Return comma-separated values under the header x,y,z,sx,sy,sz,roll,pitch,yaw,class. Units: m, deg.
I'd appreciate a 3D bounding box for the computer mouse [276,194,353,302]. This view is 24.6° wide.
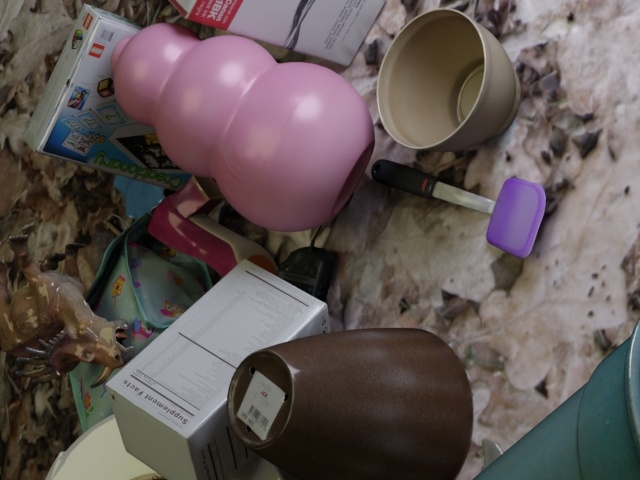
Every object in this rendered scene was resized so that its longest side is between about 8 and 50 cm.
x,y,z,sx,sy,sz,roll,pitch,yaw,class
0.000,0.000,1.854,0.071,0.041,0.242,15,84,38,computer mouse

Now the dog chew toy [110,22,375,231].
x,y,z,sx,sy,sz,roll,pitch,yaw,class
-0.104,-0.151,1.770,0.332,0.206,0.206,29,104,8,dog chew toy

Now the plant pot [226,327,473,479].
x,y,z,sx,sy,sz,roll,pitch,yaw,class
0.016,0.190,1.641,0.215,0.230,0.215,-13,71,43,plant pot

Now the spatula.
x,y,z,sx,sy,sz,roll,pitch,yaw,class
0.154,-0.054,1.705,0.296,0.030,0.084,23,96,47,spatula

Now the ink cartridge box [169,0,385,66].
x,y,z,sx,sy,sz,roll,pitch,yaw,class
-0.081,-0.338,1.848,0.197,0.273,0.114,49,119,41,ink cartridge box

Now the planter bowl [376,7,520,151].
x,y,z,sx,sy,sz,roll,pitch,yaw,class
0.159,-0.171,1.673,0.162,0.109,0.162,-15,70,44,planter bowl

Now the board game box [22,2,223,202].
x,y,z,sx,sy,sz,roll,pitch,yaw,class
-0.213,-0.171,1.916,0.053,0.305,0.193,44,111,45,board game box

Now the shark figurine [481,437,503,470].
x,y,z,sx,sy,sz,roll,pitch,yaw,class
0.118,0.315,1.592,0.278,0.116,0.166,-37,54,32,shark figurine

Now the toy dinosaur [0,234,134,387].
x,y,z,sx,sy,sz,roll,pitch,yaw,class
-0.367,0.108,1.925,0.296,0.127,0.200,-22,72,56,toy dinosaur

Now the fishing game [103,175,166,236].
x,y,z,sx,sy,sz,roll,pitch,yaw,class
-0.248,-0.119,2.135,0.189,0.041,0.264,35,111,53,fishing game

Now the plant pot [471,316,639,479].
x,y,z,sx,sy,sz,roll,pitch,yaw,class
0.286,0.268,1.294,0.334,0.341,0.341,-43,52,40,plant pot

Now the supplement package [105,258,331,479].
x,y,z,sx,sy,sz,roll,pitch,yaw,class
-0.114,0.164,1.740,0.139,0.244,0.133,29,146,30,supplement package

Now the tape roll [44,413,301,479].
x,y,z,sx,sy,sz,roll,pitch,yaw,class
-0.187,0.392,1.815,0.392,0.072,0.391,-5,78,22,tape roll

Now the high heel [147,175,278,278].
x,y,z,sx,sy,sz,roll,pitch,yaw,class
-0.138,0.034,1.926,0.117,0.082,0.244,-45,72,28,high heel

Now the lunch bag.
x,y,z,sx,sy,sz,roll,pitch,yaw,class
-0.250,0.115,1.992,0.223,0.160,0.262,-60,35,28,lunch bag
